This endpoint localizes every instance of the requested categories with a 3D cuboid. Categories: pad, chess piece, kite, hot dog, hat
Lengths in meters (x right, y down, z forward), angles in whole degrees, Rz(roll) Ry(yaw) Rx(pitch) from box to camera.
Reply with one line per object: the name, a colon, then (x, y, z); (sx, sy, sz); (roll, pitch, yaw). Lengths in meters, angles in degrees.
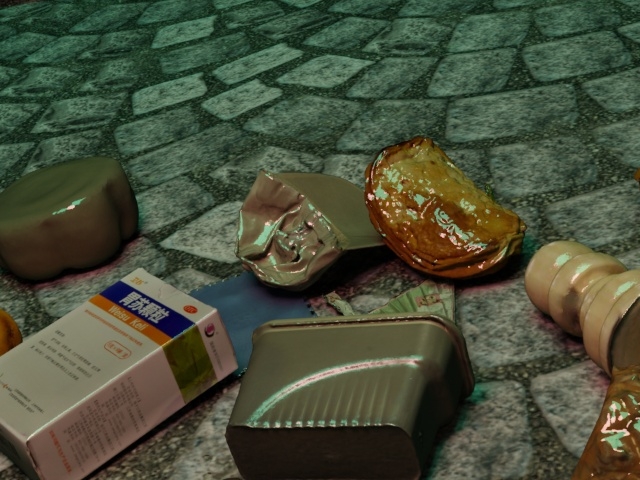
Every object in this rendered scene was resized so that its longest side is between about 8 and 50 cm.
pad: (-0.142, 0.126, 1.675); (0.270, 0.012, 0.269); (-18, 28, -7)
chess piece: (0.341, 0.074, 1.433); (0.143, 0.142, 0.261); (-22, 25, -14)
kite: (0.088, 0.119, 1.574); (0.323, 0.013, 0.268); (-27, 33, -30)
hot dog: (0.179, -0.032, 1.693); (0.175, 0.114, 0.259); (-20, 53, -32)
hat: (0.000, 0.000, 1.763); (0.245, 0.149, 0.214); (15, 25, -45)

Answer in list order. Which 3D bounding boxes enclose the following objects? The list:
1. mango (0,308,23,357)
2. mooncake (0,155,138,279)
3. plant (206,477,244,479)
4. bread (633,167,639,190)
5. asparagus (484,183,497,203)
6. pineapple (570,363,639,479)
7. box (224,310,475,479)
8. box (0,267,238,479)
mango: (-0.529, 0.175, 1.658); (0.219, 0.112, 0.145); (-26, 34, -13)
mooncake: (-0.439, -0.037, 1.981); (0.275, 0.135, 0.275); (-14, 27, 7)
plant: (-0.075, 0.337, 1.088); (0.204, 0.178, 0.234); (-22, 24, -16)
bread: (0.535, -0.076, 1.649); (0.125, 0.086, 0.156); (-27, 32, -25)
asparagus: (0.271, -0.049, 1.798); (0.016, 0.013, 0.166); (-52, 20, 20)
pineapple: (0.413, 0.235, 1.054); (0.362, 0.202, 0.202); (13, 37, 24)
box: (0.032, 0.191, 1.367); (0.274, 0.138, 0.178); (-5, 35, 22)
box: (-0.288, 0.176, 1.530); (0.299, 0.106, 0.200); (-35, 35, -26)
